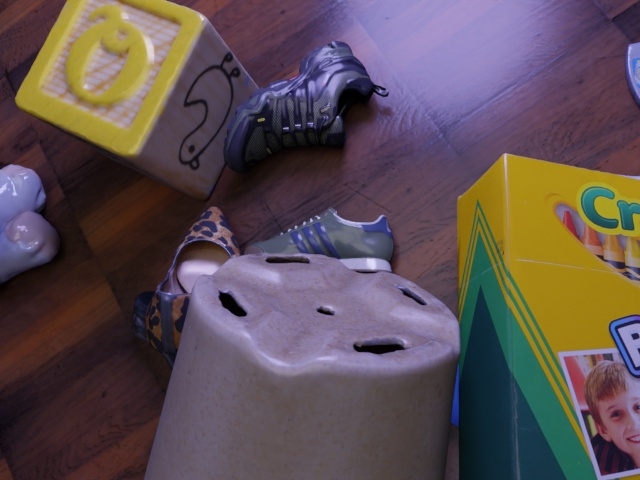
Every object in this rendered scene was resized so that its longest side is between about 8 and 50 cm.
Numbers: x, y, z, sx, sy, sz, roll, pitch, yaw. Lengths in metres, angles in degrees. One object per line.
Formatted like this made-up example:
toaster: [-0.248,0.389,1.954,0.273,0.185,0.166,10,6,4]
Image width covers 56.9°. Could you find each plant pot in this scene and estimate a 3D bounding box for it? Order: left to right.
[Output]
plant pot: [-0.015,0.187,0.527,0.334,0.334,0.305,15,108,16]

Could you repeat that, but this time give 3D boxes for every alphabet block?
alphabet block: [-0.224,-0.189,0.769,0.194,0.197,0.192,23,86,16]

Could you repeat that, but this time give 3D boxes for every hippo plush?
hippo plush: [-0.544,-0.012,0.794,0.294,0.236,0.234,-43,73,3]

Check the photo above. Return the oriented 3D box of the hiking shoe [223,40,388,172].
hiking shoe: [-0.024,-0.156,0.772,0.227,0.086,0.114,-41,70,3]

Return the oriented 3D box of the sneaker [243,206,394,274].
sneaker: [0.000,0.000,0.753,0.192,0.064,0.086,4,73,14]

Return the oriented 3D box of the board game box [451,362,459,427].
board game box: [0.211,0.169,0.683,0.169,0.033,0.133,31,93,22]

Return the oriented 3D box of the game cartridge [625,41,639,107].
game cartridge: [0.401,-0.202,0.713,0.056,0.017,0.083,-10,77,16]

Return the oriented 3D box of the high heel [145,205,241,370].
high heel: [-0.141,0.025,0.692,0.093,0.186,0.261,3,56,-2]

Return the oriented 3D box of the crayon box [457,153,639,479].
crayon box: [0.311,0.110,0.529,0.363,0.106,0.312,9,69,-10]

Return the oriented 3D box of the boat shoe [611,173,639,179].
boat shoe: [0.320,-0.031,0.664,0.227,0.083,0.075,-3,78,13]

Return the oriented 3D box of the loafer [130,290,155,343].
loafer: [-0.178,0.134,0.777,0.170,0.062,0.061,32,112,19]
